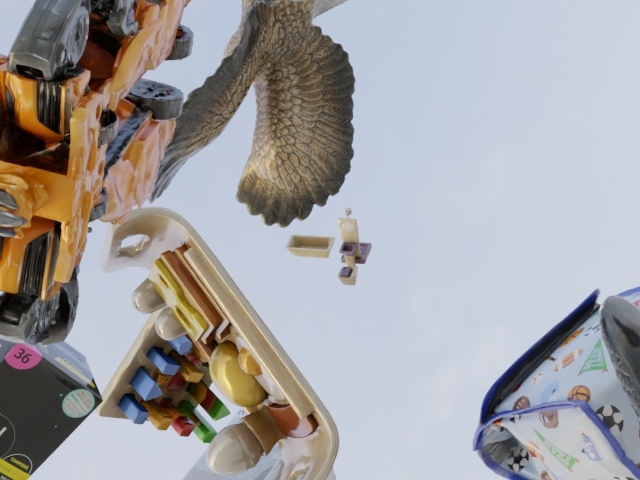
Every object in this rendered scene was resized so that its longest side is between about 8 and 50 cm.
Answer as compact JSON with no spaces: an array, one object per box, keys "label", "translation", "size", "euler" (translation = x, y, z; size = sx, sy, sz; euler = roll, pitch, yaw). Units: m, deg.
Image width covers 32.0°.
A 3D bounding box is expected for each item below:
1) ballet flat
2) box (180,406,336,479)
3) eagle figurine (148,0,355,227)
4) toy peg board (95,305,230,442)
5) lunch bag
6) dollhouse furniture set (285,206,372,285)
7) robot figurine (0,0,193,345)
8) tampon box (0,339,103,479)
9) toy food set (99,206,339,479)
[{"label":"ballet flat","translation":[0.285,0.120,1.012],"size":[0.057,0.173,0.049],"euler":[5,-45,-13]},{"label":"box","translation":[-0.075,0.390,1.580],"size":[0.231,0.126,0.262],"euler":[-50,-42,-56]},{"label":"eagle figurine","translation":[-0.073,-0.180,1.246],"size":[0.226,0.225,0.298],"euler":[-1,-106,-1]},{"label":"toy peg board","translation":[-0.165,0.174,1.382],"size":[0.160,0.079,0.161],"euler":[19,-73,-53]},{"label":"lunch bag","translation":[0.439,0.236,1.756],"size":[0.328,0.385,0.239],"euler":[-39,-87,-24]},{"label":"dollhouse furniture set","translation":[0.000,0.000,1.496],"size":[0.091,0.114,0.081],"euler":[-65,-28,-47]},{"label":"robot figurine","translation":[-0.134,-0.072,0.611],"size":[0.085,0.291,0.211],"euler":[13,-65,2]},{"label":"tampon box","translation":[-0.334,0.172,1.180],"size":[0.161,0.101,0.120],"euler":[-47,-58,1]},{"label":"toy food set","translation":[-0.112,0.120,1.077],"size":[0.092,0.220,0.306],"euler":[-35,-94,-19]}]
